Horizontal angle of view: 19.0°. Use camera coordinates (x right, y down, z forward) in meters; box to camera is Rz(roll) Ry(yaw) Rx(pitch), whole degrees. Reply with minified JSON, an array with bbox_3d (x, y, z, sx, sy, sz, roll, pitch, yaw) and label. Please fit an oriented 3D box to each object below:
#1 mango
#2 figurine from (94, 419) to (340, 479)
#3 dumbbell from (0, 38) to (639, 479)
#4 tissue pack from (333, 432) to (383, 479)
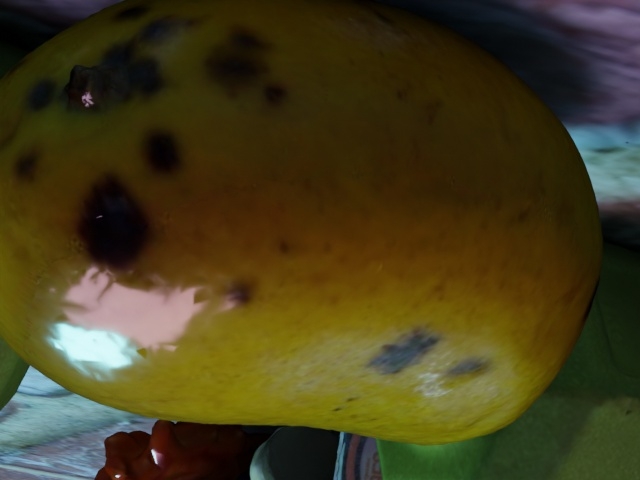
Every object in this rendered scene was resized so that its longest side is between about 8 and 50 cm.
[{"bbox_3d":[0.001,-0.002,0.447,0.178,0.090,0.115,16,133,-36],"label":"mango"},{"bbox_3d":[0.002,0.198,1.153,0.306,0.241,0.412,-11,165,-43],"label":"figurine"},{"bbox_3d":[-0.022,0.026,0.572,0.302,0.121,0.108,16,138,-32],"label":"dumbbell"},{"bbox_3d":[0.082,0.128,0.936,0.155,0.115,0.065,9,170,-1],"label":"tissue pack"}]
